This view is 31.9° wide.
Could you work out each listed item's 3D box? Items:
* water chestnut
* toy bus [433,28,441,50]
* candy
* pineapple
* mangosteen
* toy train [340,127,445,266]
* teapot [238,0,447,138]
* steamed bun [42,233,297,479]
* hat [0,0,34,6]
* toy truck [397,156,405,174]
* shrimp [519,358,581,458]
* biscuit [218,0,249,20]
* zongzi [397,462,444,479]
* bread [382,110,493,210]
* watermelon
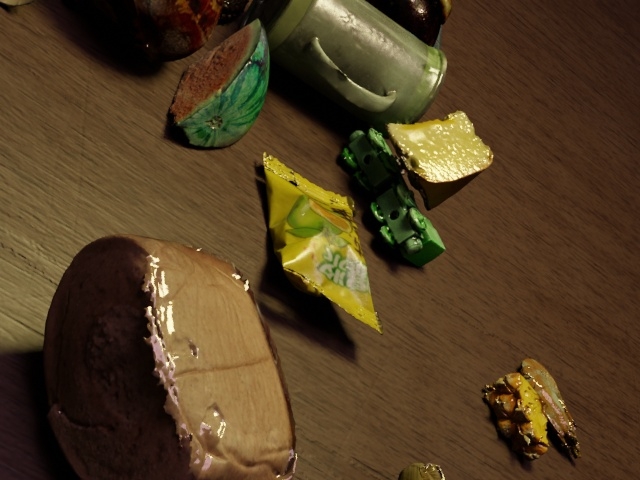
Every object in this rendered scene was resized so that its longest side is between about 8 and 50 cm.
[{"bbox_3d":[-0.250,-0.373,1.629,0.223,0.238,0.223,158,-90,-87],"label":"water chestnut"},{"bbox_3d":[0.199,-0.403,2.244,0.094,0.079,0.236,35,37,-23],"label":"toy bus"},{"bbox_3d":[0.000,0.000,1.647,0.187,0.081,0.297,28,29,-29],"label":"candy"},{"bbox_3d":[0.317,0.278,1.761,0.116,0.069,0.137,0,66,-55],"label":"pineapple"},{"bbox_3d":[0.144,-0.432,2.078,0.211,0.211,0.250,49,55,-1],"label":"mangosteen"},{"bbox_3d":[0.120,-0.075,1.852,0.119,0.085,0.251,30,32,-54],"label":"toy train"},{"bbox_3d":[0.053,-0.300,1.853,0.337,0.200,0.270,30,25,-24],"label":"teapot"},{"bbox_3d":[-0.174,0.158,1.210,0.251,0.199,0.301,20,50,-61],"label":"steamed bun"},{"bbox_3d":[-0.418,-0.393,1.566,0.147,0.085,0.175,25,63,-9],"label":"hat"},{"bbox_3d":[0.144,-0.135,1.980,0.032,0.024,0.083,27,33,19],"label":"toy truck"},{"bbox_3d":[0.387,0.274,1.850,0.091,0.043,0.184,8,51,-49],"label":"shrimp"},{"bbox_3d":[-0.199,-0.448,1.862,0.194,0.053,0.194,29,39,-27],"label":"biscuit"},{"bbox_3d":[0.104,0.359,1.428,0.176,0.078,0.160,10,45,-39],"label":"zongzi"},{"bbox_3d":[0.162,-0.124,1.837,0.160,0.169,0.140,-9,64,-43],"label":"bread"},{"bbox_3d":[-0.121,-0.234,1.666,0.128,0.146,0.231,35,35,-21],"label":"watermelon"}]
